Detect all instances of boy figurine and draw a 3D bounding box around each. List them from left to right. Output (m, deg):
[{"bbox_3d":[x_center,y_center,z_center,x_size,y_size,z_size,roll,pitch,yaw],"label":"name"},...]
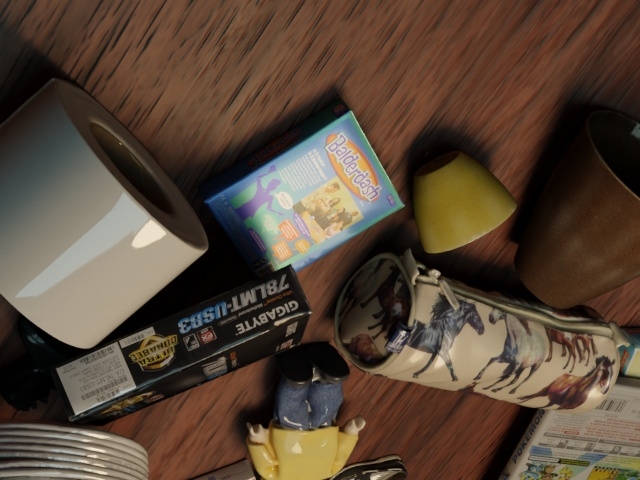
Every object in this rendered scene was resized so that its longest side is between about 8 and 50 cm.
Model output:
[{"bbox_3d":[-0.023,0.284,1.721,0.177,0.092,0.285,-5,125,-20],"label":"boy figurine"}]

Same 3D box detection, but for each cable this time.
[{"bbox_3d":[-0.337,0.288,1.507,0.257,0.089,0.257,4,158,-2],"label":"cable"}]

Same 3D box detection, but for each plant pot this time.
[{"bbox_3d":[0.171,-0.058,1.555,0.134,0.134,0.095,-30,104,-1],"label":"plant pot"},{"bbox_3d":[0.372,-0.019,1.625,0.215,0.215,0.230,15,129,-31],"label":"plant pot"}]

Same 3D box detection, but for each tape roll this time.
[{"bbox_3d":[-0.262,-0.028,1.303,0.169,0.246,0.246,-41,129,7],"label":"tape roll"}]

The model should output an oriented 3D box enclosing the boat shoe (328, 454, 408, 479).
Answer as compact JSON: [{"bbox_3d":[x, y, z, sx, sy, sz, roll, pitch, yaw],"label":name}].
[{"bbox_3d":[0.073,0.367,1.853,0.125,0.038,0.046,-12,127,-15],"label":"boat shoe"}]

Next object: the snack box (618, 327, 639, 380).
[{"bbox_3d":[0.522,0.287,1.974,0.187,0.060,0.322,2,122,-22],"label":"snack box"}]

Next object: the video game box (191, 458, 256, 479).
[{"bbox_3d":[-0.171,0.437,1.793,0.187,0.048,0.205,-21,129,-12],"label":"video game box"}]

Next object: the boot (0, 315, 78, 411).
[{"bbox_3d":[-0.369,0.156,1.516,0.099,0.045,0.121,-33,130,6],"label":"boot"}]

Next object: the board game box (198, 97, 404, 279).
[{"bbox_3d":[-0.022,-0.055,1.503,0.210,0.047,0.160,-31,122,0],"label":"board game box"}]

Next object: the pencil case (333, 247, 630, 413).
[{"bbox_3d":[0.231,0.133,1.677,0.410,0.160,0.183,15,142,-30],"label":"pencil case"}]

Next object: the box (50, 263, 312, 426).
[{"bbox_3d":[-0.161,0.136,1.463,0.293,0.073,0.295,-21,172,-8],"label":"box"}]

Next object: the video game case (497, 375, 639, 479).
[{"bbox_3d":[0.457,0.347,1.932,0.328,0.036,0.300,11,118,-25],"label":"video game case"}]
